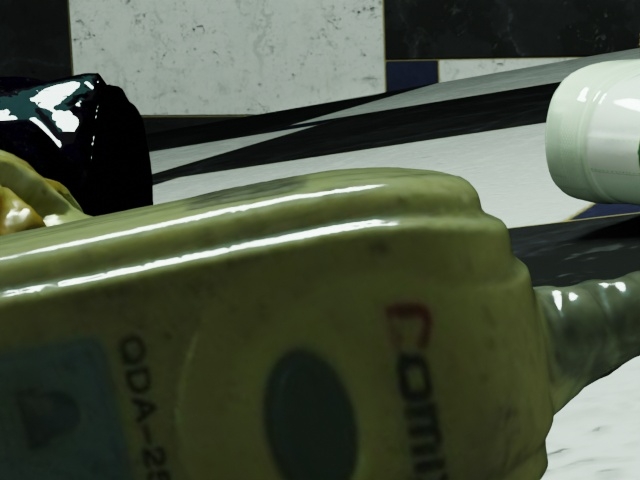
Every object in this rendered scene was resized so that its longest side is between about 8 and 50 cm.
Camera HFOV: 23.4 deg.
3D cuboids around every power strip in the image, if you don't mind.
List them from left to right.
[{"bbox_3d":[-0.111,0.054,0.323,0.388,0.092,0.066,-12,8,-5],"label":"power strip"}]

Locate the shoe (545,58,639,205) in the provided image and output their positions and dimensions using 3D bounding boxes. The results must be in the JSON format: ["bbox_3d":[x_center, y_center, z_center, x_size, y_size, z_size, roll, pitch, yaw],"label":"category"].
[{"bbox_3d":[0.241,-0.066,0.789,0.265,0.095,0.110,-19,20,-31],"label":"shoe"}]

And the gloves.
[{"bbox_3d":[-0.256,-0.026,1.038,0.301,0.152,0.197,-24,-22,7],"label":"gloves"}]

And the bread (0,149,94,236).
[{"bbox_3d":[-0.183,0.015,0.593,0.232,0.128,0.088,-6,45,27],"label":"bread"}]
